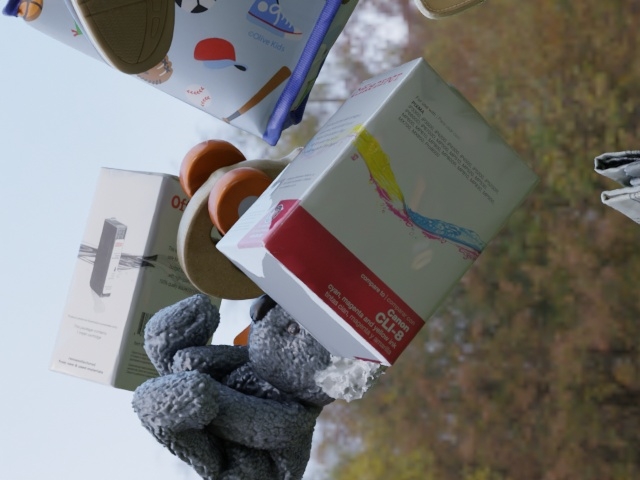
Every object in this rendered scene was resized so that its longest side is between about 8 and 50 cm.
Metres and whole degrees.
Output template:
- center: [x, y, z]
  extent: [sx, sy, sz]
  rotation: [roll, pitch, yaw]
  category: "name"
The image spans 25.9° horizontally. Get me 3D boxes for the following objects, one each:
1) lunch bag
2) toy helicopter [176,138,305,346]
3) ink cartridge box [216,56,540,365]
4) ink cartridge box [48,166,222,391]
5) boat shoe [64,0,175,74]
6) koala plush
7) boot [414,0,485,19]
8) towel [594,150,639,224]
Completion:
- center: [-0.096, -0.341, 1.424]
  extent: [0.385, 0.328, 0.239]
  rotation: [-63, 1, 15]
  category: "lunch bag"
- center: [0.000, 0.000, 1.670]
  extent: [0.140, 0.355, 0.235]
  rotation: [-139, 47, -58]
  category: "toy helicopter"
- center: [0.040, -0.020, 0.990]
  extent: [0.127, 0.128, 0.176]
  rotation: [43, -103, -12]
  category: "ink cartridge box"
- center: [-0.220, 0.058, 1.800]
  extent: [0.197, 0.114, 0.273]
  rotation: [24, -102, -60]
  category: "ink cartridge box"
- center: [-0.220, -0.288, 1.267]
  extent: [0.103, 0.092, 0.285]
  rotation: [-34, -67, -25]
  category: "boat shoe"
- center: [-0.031, 0.120, 1.320]
  extent: [0.203, 0.221, 0.196]
  rotation: [47, -166, -21]
  category: "koala plush"
- center: [0.230, -0.357, 1.731]
  extent: [0.095, 0.262, 0.203]
  rotation: [60, -169, -10]
  category: "boot"
- center: [0.563, -0.043, 1.844]
  extent: [0.324, 0.312, 0.056]
  rotation: [31, -114, -40]
  category: "towel"
